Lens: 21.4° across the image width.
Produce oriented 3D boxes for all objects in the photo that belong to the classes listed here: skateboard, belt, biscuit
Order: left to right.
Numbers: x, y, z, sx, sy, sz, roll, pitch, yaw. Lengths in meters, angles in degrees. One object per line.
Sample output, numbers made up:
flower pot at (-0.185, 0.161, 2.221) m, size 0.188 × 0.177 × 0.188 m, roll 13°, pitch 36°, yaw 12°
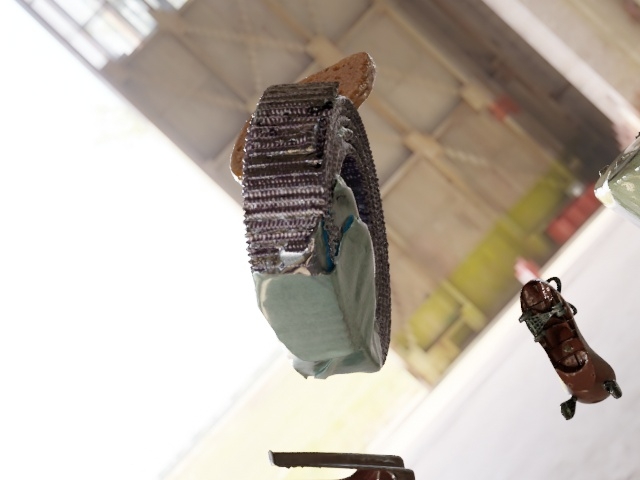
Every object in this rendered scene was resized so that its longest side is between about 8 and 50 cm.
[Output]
biscuit at (-0.020, -0.141, 2.045) m, size 0.192 × 0.036 × 0.186 m, roll -26°, pitch 26°, yaw 23°
belt at (0.000, 0.000, 1.750) m, size 0.260 × 0.122 × 0.325 m, roll -82°, pitch -16°, yaw -45°
skateboard at (0.255, 0.102, 1.748) m, size 0.067 × 0.151 × 0.080 m, roll -26°, pitch 5°, yaw 23°

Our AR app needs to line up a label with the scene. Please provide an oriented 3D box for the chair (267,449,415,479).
chair at (0.089, 0.325, 1.812) m, size 0.326 × 0.183 × 0.175 m, roll 1°, pitch -22°, yaw -20°

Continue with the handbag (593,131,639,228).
handbag at (0.395, 0.026, 1.585) m, size 0.109 × 0.315 × 0.241 m, roll -42°, pitch -3°, yaw 4°
